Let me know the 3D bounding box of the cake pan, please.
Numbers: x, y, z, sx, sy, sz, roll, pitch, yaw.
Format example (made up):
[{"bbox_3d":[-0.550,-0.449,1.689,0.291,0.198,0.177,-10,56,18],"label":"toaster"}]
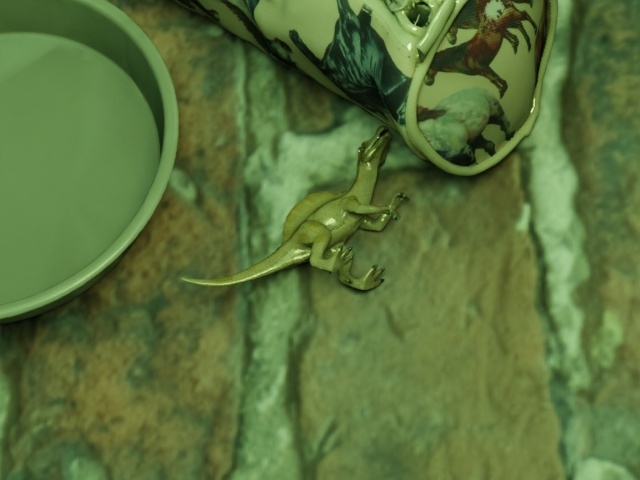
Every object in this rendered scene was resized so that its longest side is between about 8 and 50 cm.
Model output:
[{"bbox_3d":[-0.245,-0.062,1.383,0.293,0.054,0.293,-3,63,6],"label":"cake pan"}]

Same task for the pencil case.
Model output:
[{"bbox_3d":[-0.021,-0.210,1.335,0.410,0.183,0.160,35,78,30],"label":"pencil case"}]

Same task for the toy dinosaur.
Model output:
[{"bbox_3d":[0.000,0.000,1.308,0.183,0.053,0.093,-41,44,-13],"label":"toy dinosaur"}]
